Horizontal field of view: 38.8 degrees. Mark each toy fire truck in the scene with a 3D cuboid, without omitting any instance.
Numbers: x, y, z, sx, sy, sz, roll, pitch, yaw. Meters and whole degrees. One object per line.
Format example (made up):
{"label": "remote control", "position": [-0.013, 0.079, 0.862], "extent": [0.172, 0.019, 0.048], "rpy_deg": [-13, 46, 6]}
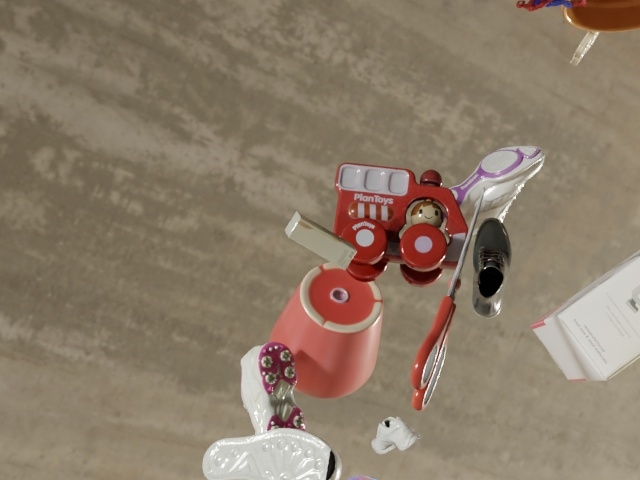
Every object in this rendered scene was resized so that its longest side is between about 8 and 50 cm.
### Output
{"label": "toy fire truck", "position": [0.172, -0.044, 1.982], "extent": [0.302, 0.253, 0.169], "rpy_deg": [5, 163, 7]}

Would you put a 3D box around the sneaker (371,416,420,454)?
{"label": "sneaker", "position": [0.132, 0.360, 1.700], "extent": [0.061, 0.054, 0.152], "rpy_deg": [53, 151, 2]}

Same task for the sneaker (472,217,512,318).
{"label": "sneaker", "position": [0.354, 0.039, 1.860], "extent": [0.083, 0.222, 0.118], "rpy_deg": [3, 156, 7]}

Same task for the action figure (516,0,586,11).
{"label": "action figure", "position": [0.395, -0.409, 1.562], "extent": [0.115, 0.030, 0.038], "rpy_deg": [-6, -156, 8]}

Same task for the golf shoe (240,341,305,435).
{"label": "golf shoe", "position": [-0.114, 0.382, 2.046], "extent": [0.115, 0.306, 0.140], "rpy_deg": [0, 173, -37]}

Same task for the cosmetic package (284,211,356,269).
{"label": "cosmetic package", "position": [0.000, 0.000, 1.536], "extent": [0.115, 0.041, 0.060], "rpy_deg": [31, -174, -15]}

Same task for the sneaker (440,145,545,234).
{"label": "sneaker", "position": [0.410, -0.110, 2.175], "extent": [0.152, 0.305, 0.114], "rpy_deg": [45, -164, -33]}

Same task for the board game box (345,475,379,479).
{"label": "board game box", "position": [0.055, 0.319, 0.904], "extent": [0.033, 0.168, 0.133], "rpy_deg": [-19, -167, -36]}

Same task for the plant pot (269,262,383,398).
{"label": "plant pot", "position": [0.026, 0.196, 2.139], "extent": [0.275, 0.275, 0.243], "rpy_deg": [24, 142, 7]}

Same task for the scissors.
{"label": "scissors", "position": [0.170, 0.077, 1.192], "extent": [0.021, 0.297, 0.109], "rpy_deg": [13, 156, 21]}

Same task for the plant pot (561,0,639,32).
{"label": "plant pot", "position": [0.592, -0.551, 1.730], "extent": [0.291, 0.203, 0.291], "rpy_deg": [-5, 168, -1]}

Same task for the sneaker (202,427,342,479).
{"label": "sneaker", "position": [-0.048, 0.465, 1.783], "extent": [0.323, 0.130, 0.236], "rpy_deg": [-8, 147, 34]}

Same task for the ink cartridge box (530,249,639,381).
{"label": "ink cartridge box", "position": [0.482, 0.089, 1.375], "extent": [0.117, 0.283, 0.207], "rpy_deg": [55, 175, 9]}

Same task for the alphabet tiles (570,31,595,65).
{"label": "alphabet tiles", "position": [0.685, -0.552, 2.164], "extent": [0.021, 0.284, 0.278], "rpy_deg": [33, -177, 10]}
